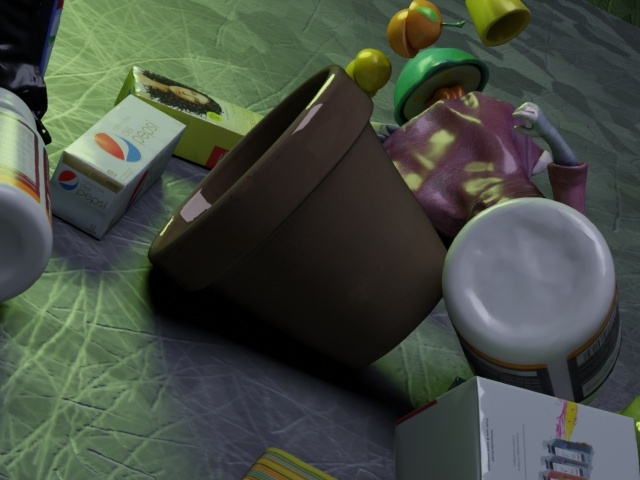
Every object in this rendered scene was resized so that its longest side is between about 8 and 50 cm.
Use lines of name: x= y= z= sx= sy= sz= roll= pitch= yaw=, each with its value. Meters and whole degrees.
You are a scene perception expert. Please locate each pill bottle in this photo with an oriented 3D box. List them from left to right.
pill bottle: x=-0.302 y=-0.047 z=1.562 sx=0.121 sy=0.121 sz=0.221 roll=20 pitch=24 yaw=-20
pill bottle: x=0.212 y=0.077 z=1.711 sx=0.162 sy=0.162 sz=0.278 roll=38 pitch=-9 yaw=21

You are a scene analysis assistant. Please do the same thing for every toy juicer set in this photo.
toy juicer set: x=0.118 y=-0.182 z=2.191 sx=0.209 sy=0.329 sz=0.089 roll=-14 pitch=62 yaw=-30

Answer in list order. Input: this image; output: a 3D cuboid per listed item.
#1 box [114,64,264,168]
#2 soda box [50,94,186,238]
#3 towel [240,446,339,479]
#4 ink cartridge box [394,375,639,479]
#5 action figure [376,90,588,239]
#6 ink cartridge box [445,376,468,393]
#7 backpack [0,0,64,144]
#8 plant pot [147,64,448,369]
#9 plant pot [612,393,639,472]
box: x=-0.118 y=-0.121 z=2.004 sx=0.232 sy=0.058 sz=0.087 roll=20 pitch=25 yaw=-21
soda box: x=-0.210 y=-0.079 z=1.798 sx=0.074 sy=0.069 sz=0.216 roll=29 pitch=24 yaw=1
towel: x=-0.039 y=0.240 z=1.404 sx=0.102 sy=0.021 sz=0.237 roll=27 pitch=24 yaw=9
ink cartridge box: x=0.170 y=0.211 z=1.504 sx=0.176 sy=0.128 sz=0.127 roll=17 pitch=57 yaw=-27
action figure: x=0.211 y=-0.014 z=2.062 sx=0.276 sy=0.248 sz=0.370 roll=44 pitch=6 yaw=-44
ink cartridge box: x=0.199 y=0.211 z=1.673 sx=0.181 sy=0.061 sz=0.104 roll=24 pitch=24 yaw=-12
backpack: x=-0.371 y=-0.254 z=1.731 sx=0.277 sy=0.263 sz=0.213 roll=19 pitch=9 yaw=-23
plant pot: x=0.000 y=0.000 z=1.699 sx=0.229 sy=0.263 sz=0.263 roll=46 pitch=21 yaw=-9
plant pot: x=0.465 y=0.175 z=1.806 sx=0.276 sy=0.254 sz=0.276 roll=24 pitch=24 yaw=-11
